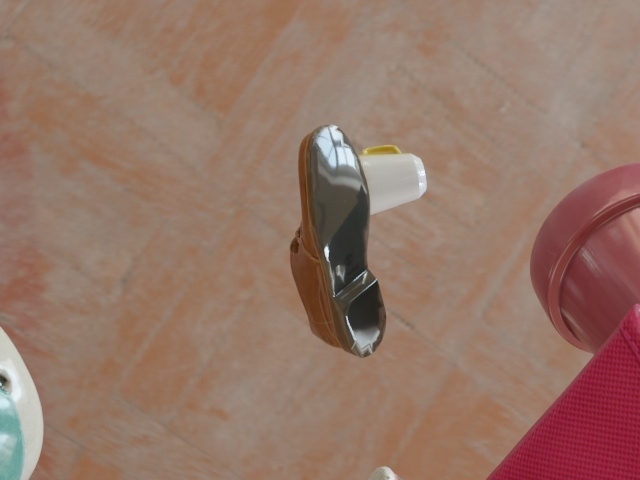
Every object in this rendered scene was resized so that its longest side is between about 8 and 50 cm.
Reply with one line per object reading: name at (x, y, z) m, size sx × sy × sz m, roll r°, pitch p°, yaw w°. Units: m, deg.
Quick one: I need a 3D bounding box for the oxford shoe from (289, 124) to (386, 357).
oxford shoe at (0.000, 0.000, 1.442) m, size 0.076 × 0.076 × 0.212 m, roll -26°, pitch 118°, yaw -43°

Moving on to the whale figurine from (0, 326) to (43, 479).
whale figurine at (-0.327, 0.141, 1.164) m, size 0.141 × 0.272 × 0.216 m, roll -40°, pitch 108°, yaw -56°

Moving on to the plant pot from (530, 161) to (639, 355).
plant pot at (0.317, 0.056, 1.517) m, size 0.201 × 0.180 × 0.201 m, roll -9°, pitch 128°, yaw -12°

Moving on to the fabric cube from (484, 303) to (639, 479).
fabric cube at (0.174, 0.193, 0.531) m, size 0.259 × 0.258 × 0.254 m, roll 0°, pitch 48°, yaw -37°

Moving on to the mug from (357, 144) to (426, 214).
mug at (0.071, -0.069, 1.675) m, size 0.064 × 0.062 × 0.078 m, roll -11°, pitch 74°, yaw -5°

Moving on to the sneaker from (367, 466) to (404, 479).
sneaker at (0.090, 0.304, 1.701) m, size 0.065 × 0.061 × 0.158 m, roll 23°, pitch 40°, yaw -28°
